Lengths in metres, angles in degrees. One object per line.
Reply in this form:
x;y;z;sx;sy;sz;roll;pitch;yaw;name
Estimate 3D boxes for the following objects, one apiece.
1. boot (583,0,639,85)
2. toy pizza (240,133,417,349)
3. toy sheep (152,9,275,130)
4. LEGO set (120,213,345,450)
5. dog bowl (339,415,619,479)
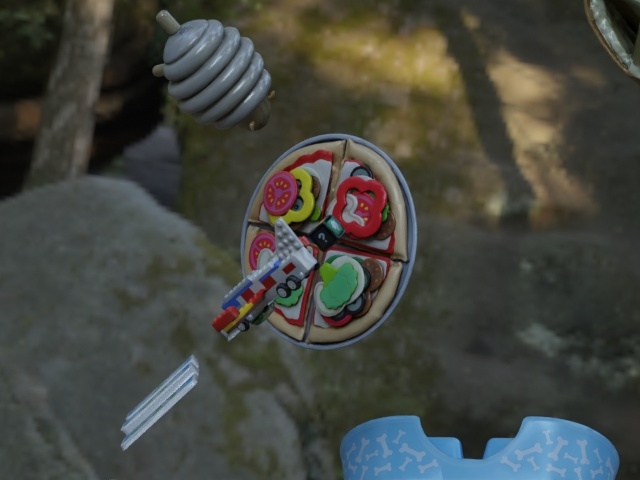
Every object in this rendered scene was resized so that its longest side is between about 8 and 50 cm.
0.363;-0.164;1.589;0.236;0.089;0.269;53;19;7;boot
0.000;0.000;1.454;0.201;0.201;0.032;9;-1;36;toy pizza
-0.091;-0.139;1.309;0.132;0.091;0.091;41;-15;-24;toy sheep
-0.078;0.060;1.272;0.060;0.244;0.182;48;-2;-3;LEGO set
0.164;0.260;1.665;0.297;0.074;0.166;-1;-39;11;dog bowl
